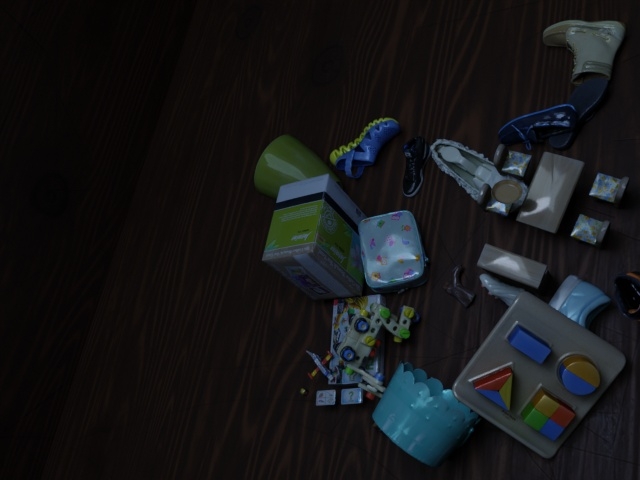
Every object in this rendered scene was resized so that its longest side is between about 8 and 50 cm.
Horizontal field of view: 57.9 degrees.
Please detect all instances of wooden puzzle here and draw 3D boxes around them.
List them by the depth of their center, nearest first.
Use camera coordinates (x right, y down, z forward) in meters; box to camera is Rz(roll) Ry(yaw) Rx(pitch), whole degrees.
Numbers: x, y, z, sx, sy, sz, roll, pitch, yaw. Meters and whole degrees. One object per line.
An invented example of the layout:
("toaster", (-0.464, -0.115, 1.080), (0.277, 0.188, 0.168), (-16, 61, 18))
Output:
("wooden puzzle", (0.571, 0.359, 1.519), (0.322, 0.080, 0.348), (33, 98, 6))

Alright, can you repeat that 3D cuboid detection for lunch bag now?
("lunch bag", (0.256, 0.044, 2.002), (0.224, 0.108, 0.279), (-13, 65, 13))

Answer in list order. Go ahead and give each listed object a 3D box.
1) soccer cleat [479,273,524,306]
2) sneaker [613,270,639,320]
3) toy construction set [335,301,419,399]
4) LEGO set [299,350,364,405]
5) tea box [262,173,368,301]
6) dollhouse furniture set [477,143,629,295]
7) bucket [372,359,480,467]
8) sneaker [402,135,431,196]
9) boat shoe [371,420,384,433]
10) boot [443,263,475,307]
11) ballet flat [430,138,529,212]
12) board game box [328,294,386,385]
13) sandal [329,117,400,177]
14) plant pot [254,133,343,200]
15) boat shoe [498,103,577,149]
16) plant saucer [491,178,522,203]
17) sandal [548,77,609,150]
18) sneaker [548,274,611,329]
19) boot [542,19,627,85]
("soccer cleat", (0.564, 0.156, 1.722), (0.196, 0.068, 0.076), (41, 116, 11))
("sneaker", (0.852, 0.197, 1.432), (0.321, 0.180, 0.124), (52, 126, 44))
("toy construction set", (0.179, 0.339, 1.860), (0.151, 0.215, 0.327), (-21, 44, 67))
("LEGO set", (0.030, 0.461, 1.956), (0.244, 0.060, 0.182), (-14, 59, 32))
("tea box", (0.000, 0.000, 2.057), (0.220, 0.329, 0.323), (-10, 55, 33))
("dollhouse furniture set", (0.618, -0.064, 1.646), (0.362, 0.256, 0.394), (23, 91, 27))
("bucket", (0.297, 0.501, 1.670), (0.281, 0.281, 0.183), (37, 94, 42))
("sneaker", (0.326, -0.278, 2.108), (0.079, 0.121, 0.217), (10, 75, 40))
("boat shoe", (0.240, 0.516, 1.840), (0.073, 0.073, 0.207), (28, 91, 4))
("boot", (0.462, 0.147, 1.860), (0.114, 0.037, 0.106), (41, 109, 45))
("ballet flat", (0.514, -0.225, 1.936), (0.147, 0.147, 0.409), (-52, 49, 5))
("board game box", (0.129, 0.347, 2.006), (0.193, 0.053, 0.305), (-11, 63, 32))
("sandal", (0.187, -0.351, 2.259), (0.317, 0.126, 0.138), (-37, 55, 28))
("plant pot", (-0.066, -0.238, 2.319), (0.293, 0.275, 0.275), (33, 90, 26))
("boat shoe", (0.688, -0.356, 1.858), (0.258, 0.109, 0.089), (-21, 59, 48))
("plant saucer", (0.522, -0.133, 1.621), (0.083, 0.015, 0.083), (-8, 59, 13))
("sandal", (0.823, -0.403, 1.848), (0.254, 0.054, 0.097), (-57, 40, 13))
("sneaker", (0.665, 0.279, 1.584), (0.150, 0.135, 0.366), (29, 93, 38))
("boot", (0.840, -0.611, 1.901), (0.262, 0.095, 0.203), (14, 79, 36))
